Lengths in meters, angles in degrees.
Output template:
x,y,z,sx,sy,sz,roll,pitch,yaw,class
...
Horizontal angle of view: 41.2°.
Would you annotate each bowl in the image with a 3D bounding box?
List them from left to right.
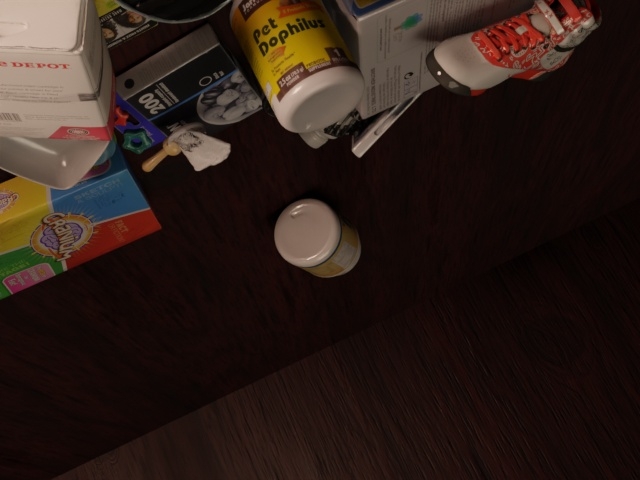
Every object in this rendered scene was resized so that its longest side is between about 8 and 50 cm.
x,y,z,sx,sy,sz,roll,pitch,yaw,class
-0.362,-0.142,1.119,0.142,0.053,0.142,23,131,-34,bowl

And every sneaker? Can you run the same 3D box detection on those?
x,y,z,sx,sy,sz,roll,pitch,yaw,class
-0.015,-0.227,1.301,0.234,0.106,0.078,9,132,-48,sneaker
0.264,-0.276,1.132,0.270,0.090,0.145,-15,157,-40,sneaker

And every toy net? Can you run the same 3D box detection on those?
x,y,z,sx,sy,sz,roll,pitch,yaw,class
-0.243,-0.151,1.199,0.232,0.045,0.122,-1,136,-5,toy net

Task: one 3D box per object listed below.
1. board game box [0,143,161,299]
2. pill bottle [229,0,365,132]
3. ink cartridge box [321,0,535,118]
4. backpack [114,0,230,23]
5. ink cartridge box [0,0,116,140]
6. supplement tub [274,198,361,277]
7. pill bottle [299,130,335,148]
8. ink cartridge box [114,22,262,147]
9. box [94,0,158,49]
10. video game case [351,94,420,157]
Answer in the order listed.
x,y,z,sx,sy,sz,roll,pitch,yaw,class
-0.431,-0.025,1.346,0.316,0.064,0.242,-24,160,-6,board game box
-0.038,-0.250,1.063,0.117,0.215,0.117,-23,160,-9,pill bottle
0.198,-0.360,1.180,0.395,0.151,0.270,-24,161,-4,ink cartridge box
-0.121,-0.335,0.785,0.253,0.191,0.225,-44,155,15,backpack
-0.317,-0.194,0.931,0.158,0.092,0.218,2,164,-5,ink cartridge box
0.000,0.000,1.822,0.144,0.144,0.199,-31,160,11,supplement tub
0.026,-0.218,1.418,0.137,0.078,0.078,-36,158,23,pill bottle
-0.205,-0.200,1.230,0.208,0.045,0.206,-27,160,6,ink cartridge box
-0.261,-0.292,0.912,0.087,0.058,0.232,-26,160,3,box
0.115,-0.225,1.399,0.173,0.022,0.190,-45,-168,16,video game case
